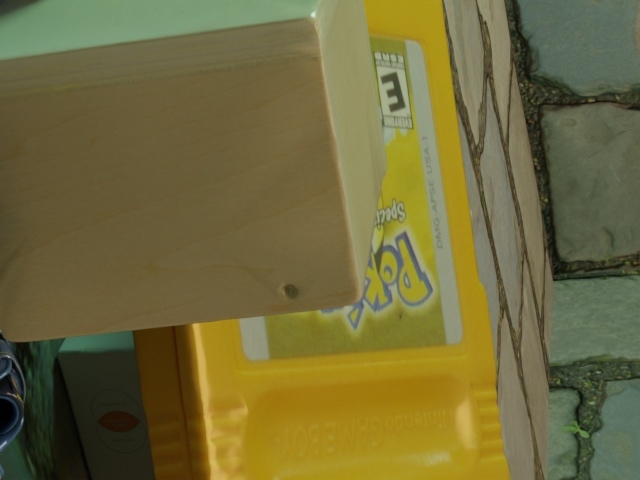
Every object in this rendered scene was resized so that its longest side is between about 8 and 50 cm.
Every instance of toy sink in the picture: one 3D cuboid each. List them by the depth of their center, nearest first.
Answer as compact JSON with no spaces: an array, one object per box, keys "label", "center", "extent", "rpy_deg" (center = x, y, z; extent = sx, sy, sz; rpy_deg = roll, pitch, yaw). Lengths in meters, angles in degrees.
[{"label":"toy sink","center":[-0.054,-0.060,0.806],"extent":[0.234,0.153,0.131],"rpy_deg":[-79,161,-66]}]

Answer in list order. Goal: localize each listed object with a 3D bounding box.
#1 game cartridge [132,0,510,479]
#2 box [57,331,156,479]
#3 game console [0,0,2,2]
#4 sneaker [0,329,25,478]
[{"label":"game cartridge","center":[0.000,0.000,1.005],"extent":[0.285,0.053,0.323],"rpy_deg":[0,78,-53]},{"label":"box","center":[-0.067,0.112,1.082],"extent":[0.091,0.130,0.170],"rpy_deg":[-69,152,-60]},{"label":"game console","center":[-0.170,-0.143,0.751],"extent":[0.386,0.060,0.342],"rpy_deg":[-53,130,-76]},{"label":"sneaker","center":[-0.162,0.065,0.847],"extent":[0.053,0.059,0.144],"rpy_deg":[70,20,-43]}]
